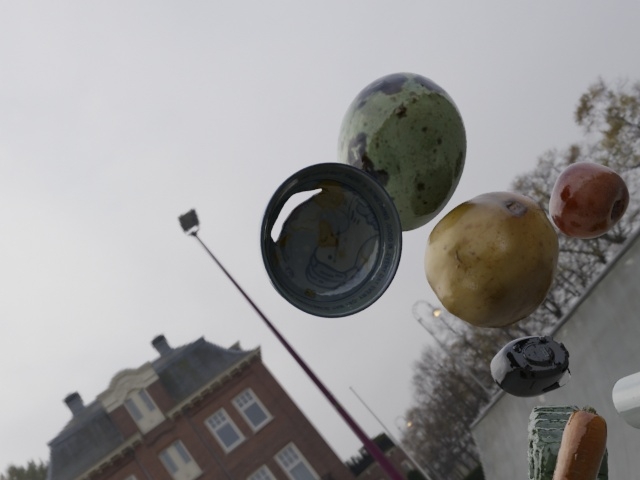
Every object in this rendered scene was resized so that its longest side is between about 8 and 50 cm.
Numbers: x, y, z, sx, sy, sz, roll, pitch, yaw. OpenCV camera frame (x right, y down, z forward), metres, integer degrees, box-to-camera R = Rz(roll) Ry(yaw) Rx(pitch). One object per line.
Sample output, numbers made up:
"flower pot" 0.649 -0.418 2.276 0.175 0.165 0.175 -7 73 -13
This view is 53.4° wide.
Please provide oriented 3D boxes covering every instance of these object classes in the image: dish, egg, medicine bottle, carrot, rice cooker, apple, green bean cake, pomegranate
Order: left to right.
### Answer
"dish" 0.000 0.000 1.168 0.273 0.273 0.134 -34 13 -20
"egg" 0.180 -0.188 1.423 0.287 0.287 0.379 -34 -36 -22
"pomegranate" 0.365 0.036 1.347 0.307 0.307 0.307 -35 -26 -20
"rice cooker" 0.528 0.312 1.588 0.203 0.142 0.118 -8 -42 -21
"carrot" 0.248 0.292 0.660 0.043 0.043 0.248 21 -94 -64
"green bean cake" 0.420 0.413 1.095 0.125 0.222 0.227 -4 2 17
"apple" 0.675 -0.100 1.595 0.201 0.162 0.201 -28 -51 -42
"medicine bottle" 0.866 0.378 1.584 0.143 0.143 0.258 -30 -15 -28
